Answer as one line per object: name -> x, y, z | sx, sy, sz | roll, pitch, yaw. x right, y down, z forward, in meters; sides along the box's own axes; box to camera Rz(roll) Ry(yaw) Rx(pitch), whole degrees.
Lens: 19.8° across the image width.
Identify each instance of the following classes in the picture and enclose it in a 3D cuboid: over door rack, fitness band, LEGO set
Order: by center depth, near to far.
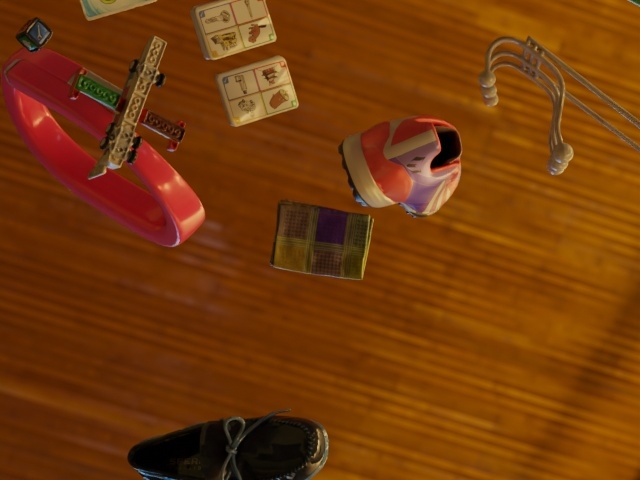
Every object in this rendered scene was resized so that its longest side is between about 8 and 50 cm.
LEGO set -> -0.153, -0.169, 1.639 | 0.060, 0.244, 0.182 | -10, -80, 57
fitness band -> -0.238, -0.097, 1.949 | 0.054, 0.291, 0.209 | -44, 143, -21
over door rack -> 0.318, -0.105, 1.993 | 0.108, 0.324, 0.239 | -64, 175, 2

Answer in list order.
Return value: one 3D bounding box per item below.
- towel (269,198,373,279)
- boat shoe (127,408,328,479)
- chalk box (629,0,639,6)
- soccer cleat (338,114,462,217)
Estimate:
towel -> 0.000, 0.000, 1.562 | 0.009, 0.083, 0.060 | 105, -4, -82
boat shoe -> -0.112, 0.258, 2.125 | 0.258, 0.089, 0.109 | -18, -114, 32
chalk box -> 0.277, -0.200, 1.246 | 0.132, 0.213, 0.132 | -62, -165, 10
soccer cleat -> 0.126, -0.093, 2.143 | 0.318, 0.116, 0.109 | -1, 71, -69
